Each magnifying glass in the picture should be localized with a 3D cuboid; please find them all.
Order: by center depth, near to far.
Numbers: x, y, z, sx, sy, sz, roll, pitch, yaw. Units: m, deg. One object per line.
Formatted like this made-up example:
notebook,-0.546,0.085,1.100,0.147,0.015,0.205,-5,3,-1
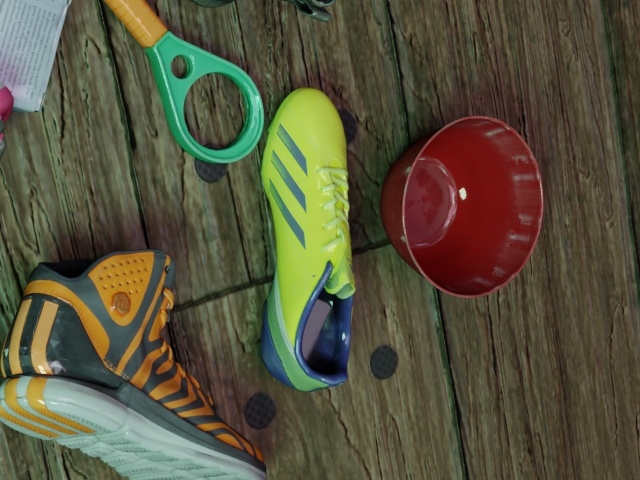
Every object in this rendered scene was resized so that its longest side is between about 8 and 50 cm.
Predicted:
magnifying glass,-0.134,-0.165,1.163,0.092,0.026,0.231,-50,117,-19

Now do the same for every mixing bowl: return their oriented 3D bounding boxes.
mixing bowl,0.128,-0.036,1.304,0.181,0.098,0.181,-3,96,-33

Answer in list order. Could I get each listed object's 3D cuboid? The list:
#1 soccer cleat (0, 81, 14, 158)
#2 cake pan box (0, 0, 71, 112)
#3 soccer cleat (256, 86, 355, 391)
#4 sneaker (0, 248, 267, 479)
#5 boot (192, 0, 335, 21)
soccer cleat,-0.369,-0.011,0.956,0.143,0.116,0.331,36,79,-5
cake pan box,-0.311,-0.250,1.012,0.245,0.070,0.267,15,86,-32
soccer cleat,0.001,0.001,1.209,0.093,0.121,0.289,1,94,-33
sneaker,-0.141,0.110,1.126,0.321,0.124,0.180,41,47,-50
boot,-0.027,-0.313,1.095,0.091,0.229,0.263,5,92,-34
